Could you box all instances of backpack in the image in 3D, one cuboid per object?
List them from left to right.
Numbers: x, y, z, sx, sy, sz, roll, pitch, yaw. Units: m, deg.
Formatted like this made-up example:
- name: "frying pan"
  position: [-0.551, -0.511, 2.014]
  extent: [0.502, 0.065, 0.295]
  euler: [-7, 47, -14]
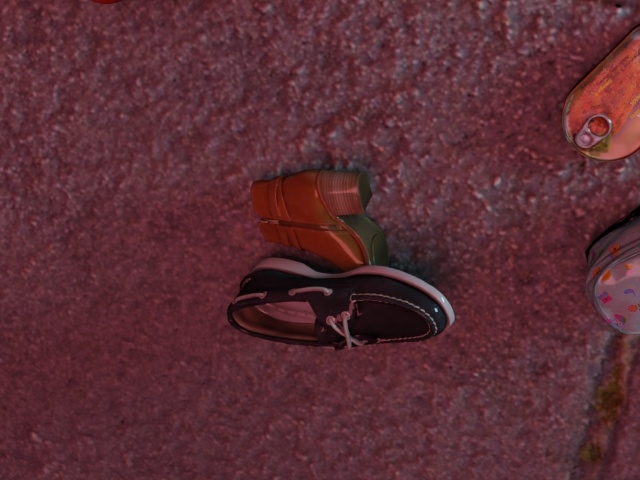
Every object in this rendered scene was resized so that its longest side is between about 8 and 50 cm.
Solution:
- name: "backpack"
  position: [0.395, 0.026, 1.388]
  extent: [0.182, 0.115, 0.152]
  euler: [-29, 103, 23]

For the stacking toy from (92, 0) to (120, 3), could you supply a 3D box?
- name: "stacking toy"
  position: [-0.142, -0.336, 1.387]
  extent: [0.330, 0.141, 0.141]
  euler: [-6, 108, 22]

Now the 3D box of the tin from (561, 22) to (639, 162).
- name: "tin"
  position: [0.361, -0.173, 1.368]
  extent: [0.106, 0.040, 0.189]
  euler: [45, 113, 0]

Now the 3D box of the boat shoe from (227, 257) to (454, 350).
- name: "boat shoe"
  position: [0.019, 0.092, 1.450]
  extent: [0.302, 0.091, 0.114]
  euler: [1, 131, 41]

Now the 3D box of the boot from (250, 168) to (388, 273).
- name: "boot"
  position: [0.000, 0.000, 1.502]
  extent: [0.152, 0.073, 0.197]
  euler: [-3, 113, 23]
